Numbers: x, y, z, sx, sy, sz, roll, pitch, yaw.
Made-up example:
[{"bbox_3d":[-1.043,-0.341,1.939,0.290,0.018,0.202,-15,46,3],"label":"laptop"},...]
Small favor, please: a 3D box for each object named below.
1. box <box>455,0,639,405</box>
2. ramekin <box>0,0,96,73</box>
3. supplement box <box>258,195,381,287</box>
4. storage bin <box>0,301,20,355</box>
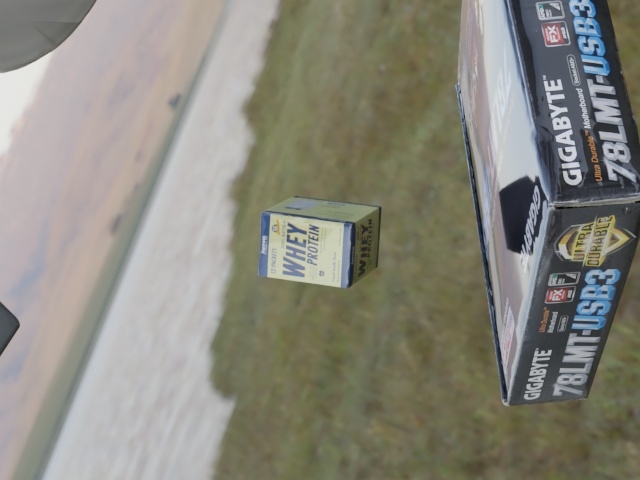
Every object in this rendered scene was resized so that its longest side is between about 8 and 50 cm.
[{"bbox_3d":[0.149,-0.076,1.109,0.295,0.073,0.293,87,179,-61],"label":"box"},{"bbox_3d":[-0.237,-0.236,0.940,0.273,0.127,0.273,-20,-66,-58],"label":"ramekin"},{"bbox_3d":[0.000,0.000,1.366,0.083,0.083,0.056,-31,-54,-67],"label":"supplement box"},{"bbox_3d":[-0.265,0.070,1.083,0.135,0.098,0.091,13,59,49],"label":"storage bin"}]
